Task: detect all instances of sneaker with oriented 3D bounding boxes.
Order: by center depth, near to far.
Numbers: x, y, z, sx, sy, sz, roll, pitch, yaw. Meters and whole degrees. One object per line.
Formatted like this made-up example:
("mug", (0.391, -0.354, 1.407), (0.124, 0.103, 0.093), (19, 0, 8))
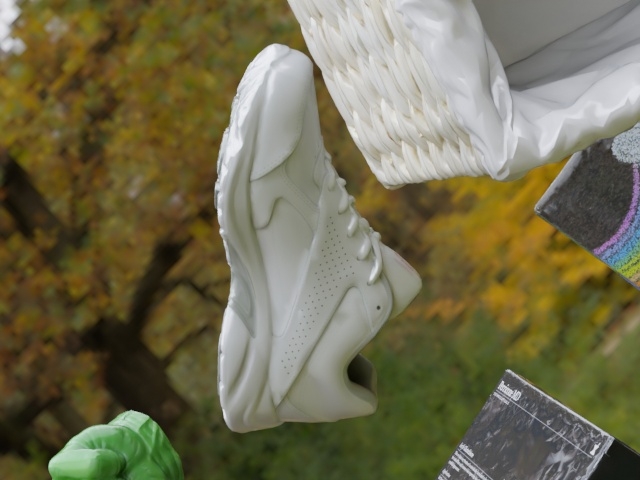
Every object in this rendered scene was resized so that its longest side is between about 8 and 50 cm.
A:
("sneaker", (0.000, 0.000, 1.020), (0.090, 0.115, 0.232), (-86, -3, -63))

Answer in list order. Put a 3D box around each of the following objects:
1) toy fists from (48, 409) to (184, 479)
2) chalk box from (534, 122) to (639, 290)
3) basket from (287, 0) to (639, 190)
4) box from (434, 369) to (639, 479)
("toy fists", (-0.174, 0.312, 1.801), (0.096, 0.279, 0.142), (-8, 22, 45))
("chalk box", (0.357, -0.013, 1.500), (0.180, 0.289, 0.179), (-56, -15, 15))
("basket", (0.131, -0.237, 1.093), (0.328, 0.331, 0.266), (-27, 6, -16))
("box", (0.163, 0.218, 1.363), (0.184, 0.103, 0.261), (-58, 12, 1))
